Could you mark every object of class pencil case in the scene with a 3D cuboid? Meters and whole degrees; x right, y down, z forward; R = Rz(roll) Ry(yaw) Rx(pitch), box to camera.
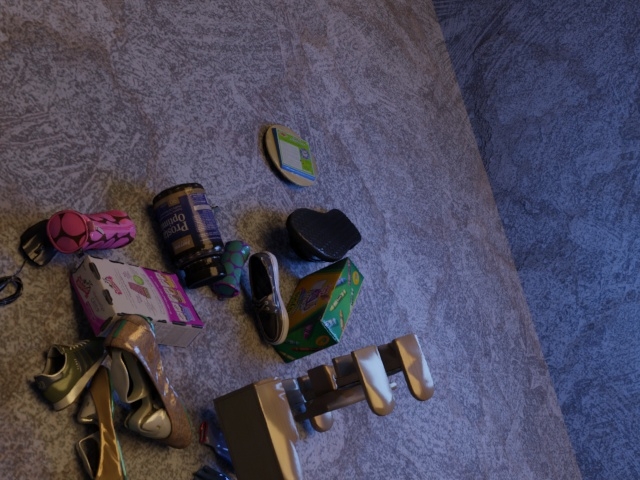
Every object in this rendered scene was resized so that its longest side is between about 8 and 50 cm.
[{"bbox_3d":[-0.210,0.068,1.976,0.070,0.064,0.152,33,41,-21],"label":"pencil case"},{"bbox_3d":[-0.436,-0.019,1.617,0.209,0.098,0.095,-18,87,-77],"label":"pencil case"}]

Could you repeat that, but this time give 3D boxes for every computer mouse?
[{"bbox_3d":[-0.538,0.037,1.531,0.071,0.041,0.242,51,34,-23],"label":"computer mouse"}]

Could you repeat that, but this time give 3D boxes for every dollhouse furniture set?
[{"bbox_3d":[0.005,0.400,1.781,0.394,0.362,0.257,-8,75,-43],"label":"dollhouse furniture set"}]

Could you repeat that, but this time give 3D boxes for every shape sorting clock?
[{"bbox_3d":[-0.085,-0.245,2.414,0.206,0.040,0.206,31,44,-37],"label":"shape sorting clock"}]

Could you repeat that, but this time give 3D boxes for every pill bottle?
[{"bbox_3d":[-0.287,-0.009,1.861,0.123,0.122,0.219,-5,72,-57],"label":"pill bottle"}]

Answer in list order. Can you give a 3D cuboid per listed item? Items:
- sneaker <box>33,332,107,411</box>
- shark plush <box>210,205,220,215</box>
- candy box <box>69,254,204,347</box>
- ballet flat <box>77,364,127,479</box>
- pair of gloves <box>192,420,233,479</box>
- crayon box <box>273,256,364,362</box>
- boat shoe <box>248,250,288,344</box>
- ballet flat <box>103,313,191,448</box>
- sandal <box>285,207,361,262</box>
[{"bbox_3d":[-0.450,0.212,1.510,0.086,0.064,0.192,54,35,-23],"label":"sneaker"},{"bbox_3d":[-0.279,-0.043,1.996,0.161,0.073,0.067,-95,169,-66],"label":"shark plush"},{"bbox_3d":[-0.362,0.125,1.652,0.233,0.071,0.159,19,29,-50],"label":"candy box"},{"bbox_3d":[-0.400,0.338,1.493,0.073,0.080,0.232,-5,66,-26],"label":"ballet flat"},{"bbox_3d":[-0.201,0.479,1.734,0.159,0.023,0.198,38,39,-33],"label":"pair of gloves"},{"bbox_3d":[-0.004,0.173,2.111,0.081,0.165,0.278,52,32,-19],"label":"crayon box"},{"bbox_3d":[-0.133,0.138,1.996,0.076,0.080,0.229,3,81,-60],"label":"boat shoe"},{"bbox_3d":[-0.331,0.288,1.546,0.106,0.107,0.316,-53,133,-54],"label":"ballet flat"},{"bbox_3d":[0.002,0.002,2.306,0.167,0.107,0.446,52,17,10],"label":"sandal"}]
